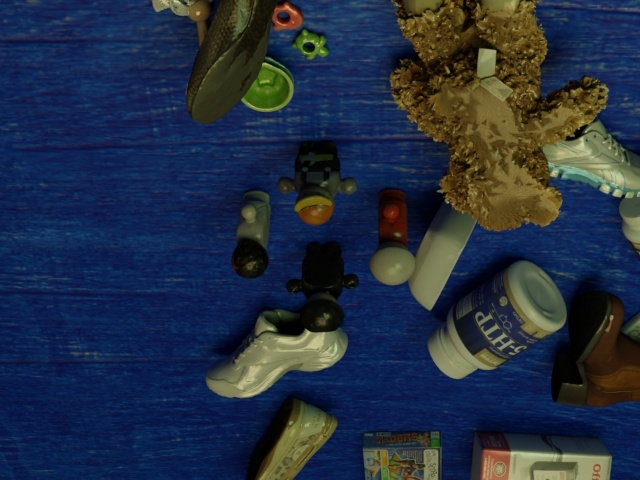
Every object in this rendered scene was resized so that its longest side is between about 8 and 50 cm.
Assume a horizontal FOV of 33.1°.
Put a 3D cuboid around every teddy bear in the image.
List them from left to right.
[{"bbox_3d":[0.195,-0.176,1.233,0.245,0.113,0.338,-22,115,29],"label":"teddy bear"}]

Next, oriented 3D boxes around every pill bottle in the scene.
[{"bbox_3d":[0.247,0.120,1.541,0.112,0.112,0.186,31,129,-26],"label":"pill bottle"},{"bbox_3d":[0.441,-0.010,1.430,0.067,0.067,0.120,-22,130,23],"label":"pill bottle"}]

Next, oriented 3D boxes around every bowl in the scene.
[{"bbox_3d":[0.162,0.005,1.418,0.053,0.142,0.142,27,134,7],"label":"bowl"}]

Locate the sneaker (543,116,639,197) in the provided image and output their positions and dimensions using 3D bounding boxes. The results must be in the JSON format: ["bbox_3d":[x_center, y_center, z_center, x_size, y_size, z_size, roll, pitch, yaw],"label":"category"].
[{"bbox_3d":[0.345,-0.112,1.335,0.190,0.071,0.083,11,129,-9],"label":"sneaker"}]

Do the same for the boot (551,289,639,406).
[{"bbox_3d":[0.499,0.169,1.563,0.280,0.096,0.264,2,134,0],"label":"boot"}]

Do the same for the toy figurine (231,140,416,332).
[{"bbox_3d":[0.000,0.000,1.405,0.209,0.148,0.213,36,127,-29],"label":"toy figurine"}]

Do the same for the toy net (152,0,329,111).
[{"bbox_3d":[-0.104,-0.249,1.232,0.232,0.045,0.122,36,127,-29],"label":"toy net"}]

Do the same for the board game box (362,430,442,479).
[{"bbox_3d":[0.145,0.407,1.889,0.136,0.035,0.201,-1,135,4],"label":"board game box"}]

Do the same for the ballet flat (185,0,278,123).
[{"bbox_3d":[-0.092,-0.244,1.190,0.084,0.058,0.250,-9,133,-50],"label":"ballet flat"}]

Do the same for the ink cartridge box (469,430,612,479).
[{"bbox_3d":[0.364,0.411,1.796,0.217,0.092,0.159,3,99,-2],"label":"ink cartridge box"}]

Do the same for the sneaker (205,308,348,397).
[{"bbox_3d":[-0.082,0.155,1.623,0.232,0.090,0.115,-24,123,13],"label":"sneaker"}]

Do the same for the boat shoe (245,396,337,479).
[{"bbox_3d":[-0.063,0.379,1.823,0.089,0.105,0.285,19,133,-12],"label":"boat shoe"}]

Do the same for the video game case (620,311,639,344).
[{"bbox_3d":[0.503,0.172,1.646,0.143,0.019,0.157,24,132,-19],"label":"video game case"}]
